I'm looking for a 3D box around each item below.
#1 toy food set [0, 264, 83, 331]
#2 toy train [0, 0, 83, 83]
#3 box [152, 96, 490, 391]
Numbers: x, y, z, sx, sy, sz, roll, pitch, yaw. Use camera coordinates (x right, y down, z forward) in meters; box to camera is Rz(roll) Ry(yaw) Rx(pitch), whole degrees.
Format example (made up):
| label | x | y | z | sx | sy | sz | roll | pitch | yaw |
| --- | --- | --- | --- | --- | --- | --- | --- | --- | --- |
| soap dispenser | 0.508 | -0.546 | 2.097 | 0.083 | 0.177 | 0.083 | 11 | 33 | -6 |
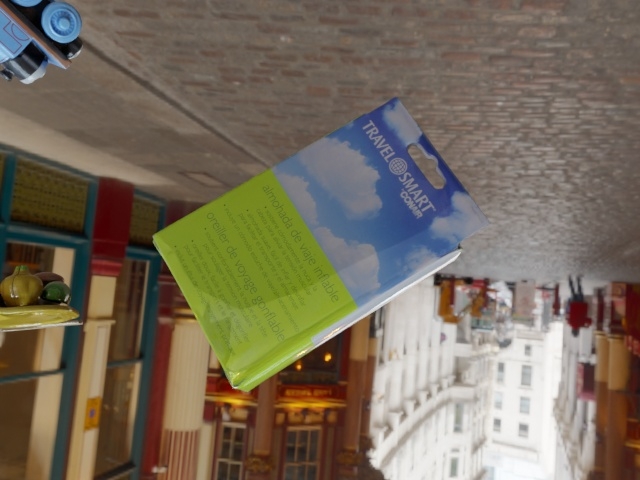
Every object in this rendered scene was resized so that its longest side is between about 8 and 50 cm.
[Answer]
| label | x | y | z | sx | sy | sz | roll | pitch | yaw |
| --- | --- | --- | --- | --- | --- | --- | --- | --- | --- |
| toy food set | -0.391 | 0.075 | 0.830 | 0.128 | 0.071 | 0.218 | -5 | 169 | -15 |
| toy train | -0.336 | -0.245 | 0.648 | 0.080 | 0.105 | 0.184 | 30 | 167 | 44 |
| box | 0.000 | 0.000 | 0.391 | 0.178 | 0.109 | 0.042 | -31 | 164 | -6 |
